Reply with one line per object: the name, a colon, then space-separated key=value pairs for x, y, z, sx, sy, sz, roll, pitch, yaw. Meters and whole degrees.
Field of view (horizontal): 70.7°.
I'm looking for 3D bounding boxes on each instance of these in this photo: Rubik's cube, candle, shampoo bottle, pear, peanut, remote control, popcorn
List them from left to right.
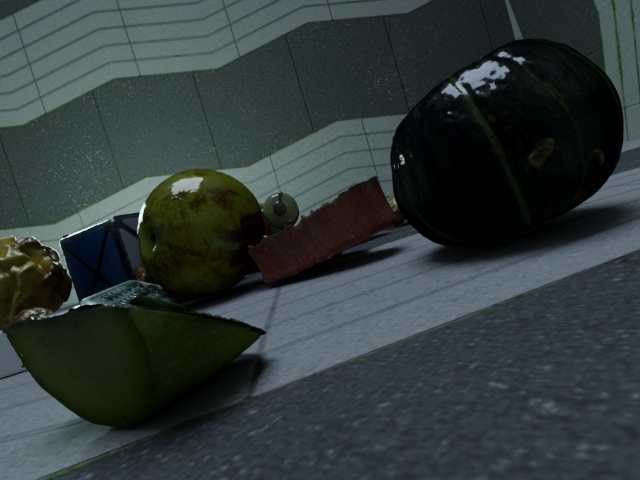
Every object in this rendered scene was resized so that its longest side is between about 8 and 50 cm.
popcorn: x=-0.778 y=0.135 z=1.133 sx=0.333 sy=0.225 sz=0.265 roll=-60 pitch=-4 yaw=4
Rubik's cube: x=-0.514 y=0.061 z=1.266 sx=0.259 sy=0.261 sz=0.254 roll=-12 pitch=6 yaw=29
remote control: x=-0.355 y=0.130 z=0.879 sx=0.127 sy=0.066 sz=0.335 roll=12 pitch=-1 yaw=-10
pear: x=-0.250 y=-0.016 z=0.978 sx=0.283 sy=0.284 sz=0.283 roll=-17 pitch=4 yaw=1
shampoo bottle: x=-0.089 y=-0.067 z=1.023 sx=0.079 sy=0.079 sz=0.162 roll=-17 pitch=0 yaw=-1
candle: x=0.000 y=0.000 z=0.926 sx=0.287 sy=0.132 sz=0.317 roll=-26 pitch=-2 yaw=-26
peanut: x=0.286 y=-0.114 z=1.412 sx=0.232 sy=0.110 sz=0.197 roll=-15 pitch=4 yaw=7

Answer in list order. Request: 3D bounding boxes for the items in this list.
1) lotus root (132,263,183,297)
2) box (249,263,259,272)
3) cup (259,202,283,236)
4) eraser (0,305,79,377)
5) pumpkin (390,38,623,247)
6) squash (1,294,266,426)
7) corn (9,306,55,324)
lotus root: x=-0.316 y=0.066 z=1.157 sx=0.303 sy=0.147 sz=0.130 roll=-18 pitch=34 yaw=-39
box: x=-0.161 y=0.054 z=1.376 sx=0.175 sy=0.048 sz=0.112 roll=-16 pitch=6 yaw=7
cup: x=-0.242 y=-0.039 z=1.320 sx=0.263 sy=0.183 sz=0.226 roll=-7 pitch=-22 yaw=24
eraser: x=-0.542 y=0.193 z=0.799 sx=0.297 sy=0.078 sz=0.076 roll=-18 pitch=4 yaw=-7
pumpkin: x=0.254 y=-0.124 z=0.649 sx=0.323 sy=0.242 sz=0.323 roll=-30 pitch=-4 yaw=-3
squash: x=-0.141 y=0.111 z=0.383 sx=0.191 sy=0.085 sz=0.184 roll=-12 pitch=-23 yaw=33
corn: x=-0.613 y=0.196 z=0.965 sx=0.098 sy=0.098 sz=0.289 roll=-19 pitch=1 yaw=-36
